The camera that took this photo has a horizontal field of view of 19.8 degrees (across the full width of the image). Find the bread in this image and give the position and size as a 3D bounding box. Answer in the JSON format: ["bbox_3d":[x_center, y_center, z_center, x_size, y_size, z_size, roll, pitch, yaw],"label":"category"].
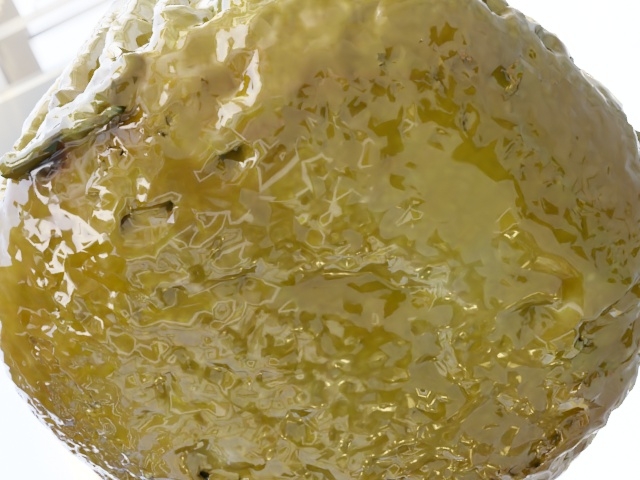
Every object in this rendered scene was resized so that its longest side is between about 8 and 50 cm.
[{"bbox_3d":[0.002,0.003,0.641,0.240,0.240,0.139,56,-168,-29],"label":"bread"}]
